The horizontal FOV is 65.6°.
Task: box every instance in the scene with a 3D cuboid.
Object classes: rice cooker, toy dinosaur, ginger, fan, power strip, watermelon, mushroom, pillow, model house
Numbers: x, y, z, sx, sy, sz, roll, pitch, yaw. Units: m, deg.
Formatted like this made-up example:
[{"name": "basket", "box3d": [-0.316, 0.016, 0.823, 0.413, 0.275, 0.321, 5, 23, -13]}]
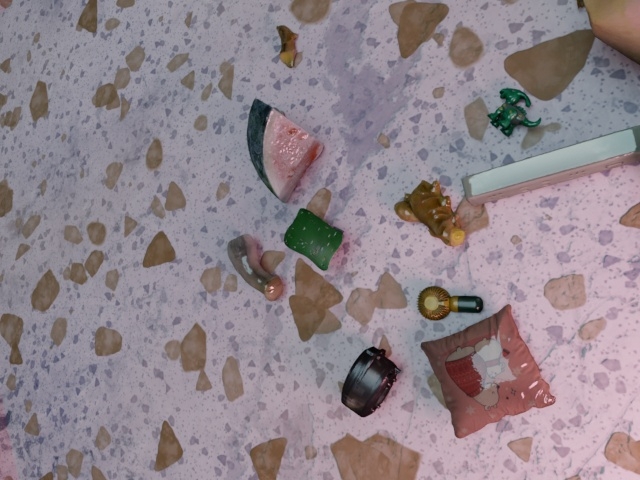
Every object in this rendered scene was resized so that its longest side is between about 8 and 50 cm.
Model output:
[{"name": "rice cooker", "box3d": [0.117, 0.339, 1.191, 0.106, 0.112, 0.165, 37, 103, 23]}, {"name": "toy dinosaur", "box3d": [0.447, -0.296, 1.142, 0.096, 0.059, 0.132, -48, 55, 8]}, {"name": "ginger", "box3d": [-0.101, -0.588, 1.494, 0.057, 0.044, 0.137, -18, 71, 44]}, {"name": "fan", "box3d": [0.300, 0.147, 1.161, 0.155, 0.039, 0.082, -3, 81, 28]}, {"name": "power strip", "box3d": [0.504, -0.156, 1.066, 0.385, 0.091, 0.063, -15, 77, 26]}, {"name": "watermelon", "box3d": [-0.098, -0.289, 1.365, 0.213, 0.290, 0.320, -4, 65, -2]}, {"name": "ginger", "box3d": [0.273, -0.071, 1.187, 0.205, 0.081, 0.115, 37, 87, 34]}, {"name": "mushroom", "box3d": [-0.188, 0.081, 1.414, 0.092, 0.081, 0.223, -35, 64, -5]}, {"name": "pillow", "box3d": [0.356, 0.285, 1.083, 0.236, 0.084, 0.223, -30, 67, 19]}, {"name": "model house", "box3d": [0.000, 0.000, 1.320, 0.167, 0.088, 0.117, 31, 97, 30]}]

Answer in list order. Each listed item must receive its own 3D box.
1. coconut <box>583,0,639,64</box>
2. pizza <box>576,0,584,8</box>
[{"name": "coconut", "box3d": [0.669, -0.479, 0.900, 0.352, 0.352, 0.353, -5, 80, 28]}, {"name": "pizza", "box3d": [0.638, -0.594, 1.087, 0.130, 0.041, 0.178, 14, 87, 36]}]
